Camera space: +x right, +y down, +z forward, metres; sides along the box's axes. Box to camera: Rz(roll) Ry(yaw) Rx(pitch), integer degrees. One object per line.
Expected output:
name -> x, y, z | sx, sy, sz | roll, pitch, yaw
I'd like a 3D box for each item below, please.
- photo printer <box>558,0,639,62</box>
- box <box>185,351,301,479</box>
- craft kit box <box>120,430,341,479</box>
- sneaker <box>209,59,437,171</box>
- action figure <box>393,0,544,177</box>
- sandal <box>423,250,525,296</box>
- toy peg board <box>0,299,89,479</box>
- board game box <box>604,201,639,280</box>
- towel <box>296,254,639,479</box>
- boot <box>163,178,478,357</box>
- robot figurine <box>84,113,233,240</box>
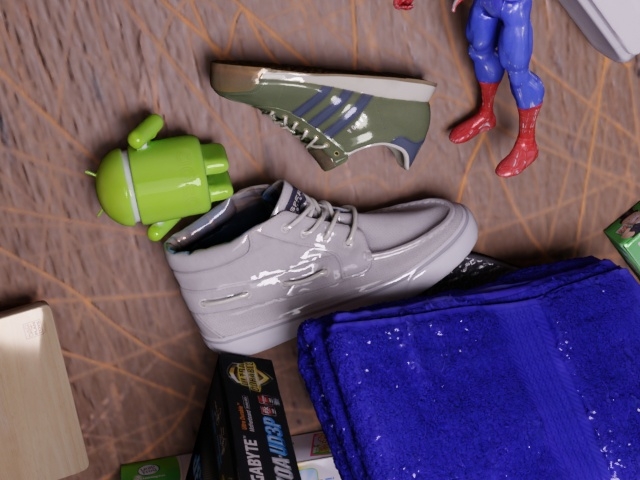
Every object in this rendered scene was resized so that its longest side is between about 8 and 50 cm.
photo printer -> 0.279, -0.332, 0.879 | 0.307, 0.107, 0.256 | -41, 111, 5
box -> -0.068, 0.216, 0.885 | 0.051, 0.220, 0.175 | 10, 112, -15
craft kit box -> -0.051, 0.312, 1.072 | 0.246, 0.061, 0.250 | -9, 110, -10
sneaker -> 0.002, -0.099, 0.930 | 0.192, 0.064, 0.086 | 3, 104, -15
action figure -> 0.112, -0.158, 0.845 | 0.139, 0.091, 0.280 | -31, 141, -26
sandal -> 0.217, 0.072, 1.046 | 0.254, 0.054, 0.097 | 25, 96, -8
toy peg board -> -0.301, 0.137, 0.961 | 0.160, 0.079, 0.161 | -17, 113, -22
board game box -> 0.444, 0.042, 1.075 | 0.213, 0.046, 0.317 | -39, 112, 5
towel -> 0.153, 0.127, 0.890 | 0.308, 0.228, 0.076 | -11, 152, -24
boot -> 0.000, 0.000, 0.943 | 0.258, 0.095, 0.123 | -25, 124, 0
robot figurine -> -0.132, -0.049, 0.922 | 0.115, 0.067, 0.101 | -11, 123, -6
